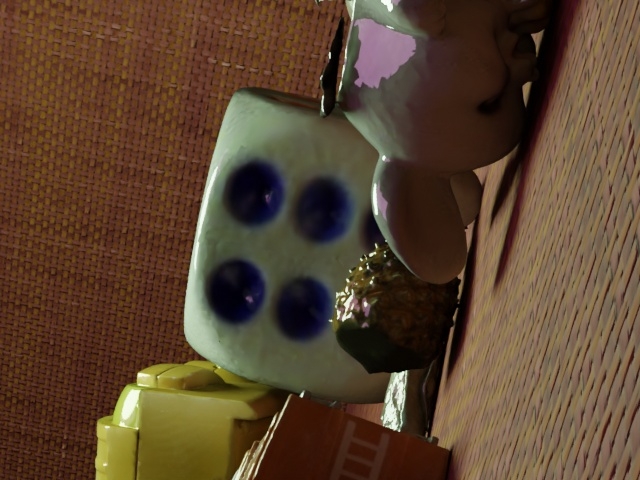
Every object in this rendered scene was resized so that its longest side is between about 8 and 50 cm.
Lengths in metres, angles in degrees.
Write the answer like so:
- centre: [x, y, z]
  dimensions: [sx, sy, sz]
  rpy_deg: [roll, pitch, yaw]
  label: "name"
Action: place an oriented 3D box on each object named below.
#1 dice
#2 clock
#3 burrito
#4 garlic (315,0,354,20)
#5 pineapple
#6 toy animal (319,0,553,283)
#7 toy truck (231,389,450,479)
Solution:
- centre: [0.000, 0.000, 1.688]
  dimensions: [0.304, 0.277, 0.304]
  rpy_deg: [-66, -9, -82]
  label: "dice"
- centre: [-0.116, 0.259, 1.651]
  dimensions: [0.317, 0.200, 0.244]
  rpy_deg: [-1, -83, -72]
  label: "clock"
- centre: [0.086, 0.120, 1.324]
  dimensions: [0.055, 0.041, 0.149]
  rpy_deg: [136, 149, -66]
  label: "burrito"
- centre: [0.091, -0.231, 1.548]
  dimensions: [0.207, 0.207, 0.256]
  rpy_deg: [101, 174, -71]
  label: "garlic"
- centre: [0.084, 0.020, 1.273]
  dimensions: [0.108, 0.108, 0.197]
  rpy_deg: [102, -166, -61]
  label: "pineapple"
- centre: [0.089, -0.148, 1.078]
  dimensions: [0.208, 0.154, 0.325]
  rpy_deg: [-60, -21, -67]
  label: "toy animal"
- centre: [-0.019, 0.260, 1.219]
  dimensions: [0.387, 0.173, 0.206]
  rpy_deg: [121, 168, -68]
  label: "toy truck"
